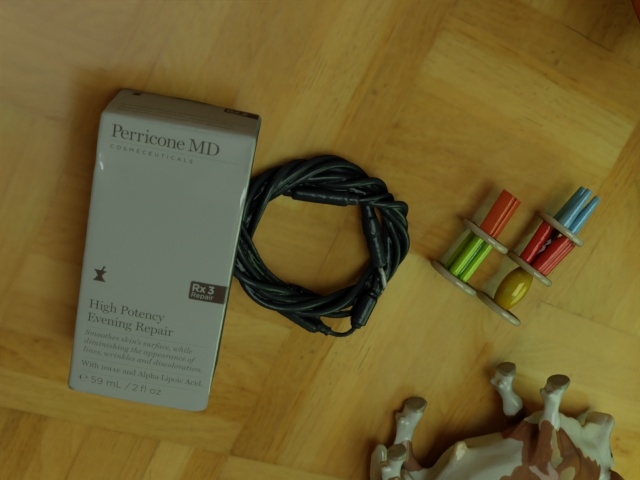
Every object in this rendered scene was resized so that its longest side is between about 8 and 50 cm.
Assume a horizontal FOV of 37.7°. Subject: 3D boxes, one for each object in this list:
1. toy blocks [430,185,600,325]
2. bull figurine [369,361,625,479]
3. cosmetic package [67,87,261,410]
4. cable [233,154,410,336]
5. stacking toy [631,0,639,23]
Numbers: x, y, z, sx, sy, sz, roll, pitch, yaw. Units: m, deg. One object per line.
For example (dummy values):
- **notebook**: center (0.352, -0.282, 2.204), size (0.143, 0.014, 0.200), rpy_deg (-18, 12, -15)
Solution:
- **toy blocks**: center (0.192, -0.005, 0.896), size (0.123, 0.054, 0.148), rpy_deg (33, 98, -31)
- **bull figurine**: center (0.188, 0.232, 0.977), size (0.310, 0.101, 0.189), rpy_deg (-23, 116, -14)
- **cosmetic package**: center (-0.123, 0.009, 0.737), size (0.117, 0.085, 0.231), rpy_deg (9, 111, -4)
- **cable**: center (0.000, 0.000, 0.823), size (0.184, 0.047, 0.151), rpy_deg (37, 95, -31)
- **stacking toy**: center (0.264, -0.361, 0.659), size (0.480, 0.350, 0.350), rpy_deg (42, 93, -16)
